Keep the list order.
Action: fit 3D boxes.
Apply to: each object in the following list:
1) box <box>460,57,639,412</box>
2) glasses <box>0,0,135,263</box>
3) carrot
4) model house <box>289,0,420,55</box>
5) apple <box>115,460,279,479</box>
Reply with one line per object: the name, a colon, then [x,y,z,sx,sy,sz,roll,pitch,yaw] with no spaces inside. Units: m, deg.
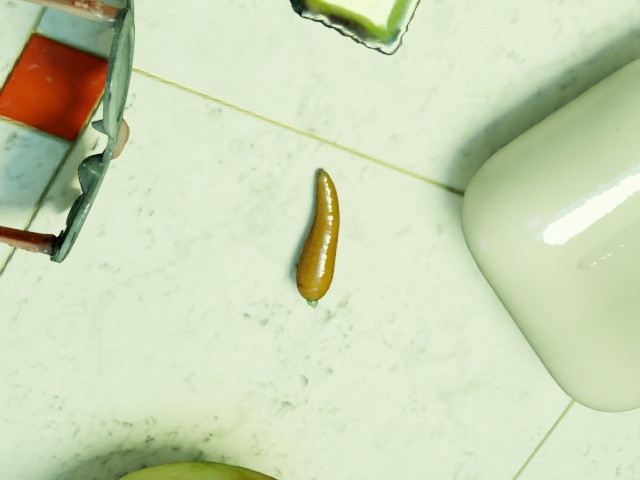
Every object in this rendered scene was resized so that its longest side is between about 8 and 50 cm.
box: [0.305,-0.001,1.740,0.289,0.141,0.349,-33,131,4]
glasses: [-0.285,-0.113,1.475,0.268,0.118,0.234,16,121,-9]
carrot: [0.000,0.000,1.683,0.035,0.035,0.142,-2,118,-22]
model house: [0.026,-0.256,1.395,0.170,0.194,0.211,-25,130,-7]
apple: [-0.111,0.367,1.720,0.319,0.277,0.319,-1,91,-34]
